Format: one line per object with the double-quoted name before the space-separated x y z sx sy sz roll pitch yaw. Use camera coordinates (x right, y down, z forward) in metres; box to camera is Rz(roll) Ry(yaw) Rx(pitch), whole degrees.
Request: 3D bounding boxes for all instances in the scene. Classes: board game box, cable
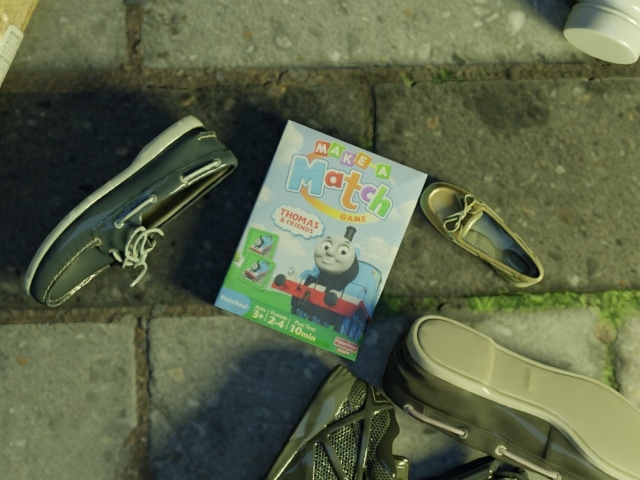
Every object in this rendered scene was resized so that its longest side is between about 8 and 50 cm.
"board game box" 0.000 0.000 1.349 0.160 0.039 0.211 21 84 0
"cable" 0.151 0.313 1.334 0.184 0.047 0.150 -23 92 -8

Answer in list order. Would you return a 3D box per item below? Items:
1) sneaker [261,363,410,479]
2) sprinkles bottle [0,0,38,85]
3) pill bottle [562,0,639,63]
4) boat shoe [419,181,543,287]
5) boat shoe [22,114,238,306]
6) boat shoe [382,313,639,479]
"sneaker" 0.008 0.253 1.306 0.130 0.087 0.227 33 80 7
"sprinkles bottle" -0.375 -0.192 1.306 0.121 0.121 0.355 23 86 -1
"pill bottle" 0.328 -0.288 1.348 0.112 0.112 0.187 24 85 -1
"boat shoe" 0.172 -0.008 1.352 0.153 0.048 0.056 43 85 1
"boat shoe" -0.193 -0.018 1.318 0.079 0.095 0.254 43 76 12
"boat shoe" 0.221 0.188 1.327 0.335 0.095 0.112 28 42 -2
